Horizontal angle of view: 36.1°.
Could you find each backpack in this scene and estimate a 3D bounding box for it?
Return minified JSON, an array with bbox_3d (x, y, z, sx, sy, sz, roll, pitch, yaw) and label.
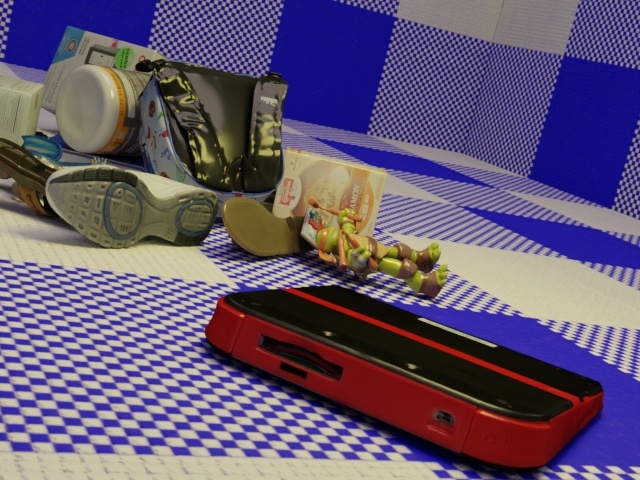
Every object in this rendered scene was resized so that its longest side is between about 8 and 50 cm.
[{"bbox_3d":[-0.191,-0.161,1.706,0.276,0.213,0.263,2,54,-27],"label":"backpack"}]

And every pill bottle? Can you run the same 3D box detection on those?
[{"bbox_3d":[-0.347,-0.239,1.865,0.162,0.162,0.278,22,14,35],"label":"pill bottle"}]

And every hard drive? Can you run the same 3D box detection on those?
[{"bbox_3d":[-0.431,-0.170,1.956,0.210,0.040,0.319,13,11,-5],"label":"hard drive"}]

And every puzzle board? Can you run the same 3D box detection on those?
[{"bbox_3d":[0.011,-0.004,1.572,0.096,0.011,0.128,41,19,-11],"label":"puzzle board"}]

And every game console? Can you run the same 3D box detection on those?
[{"bbox_3d":[0.099,0.136,1.091,0.386,0.060,0.342,20,8,25],"label":"game console"}]

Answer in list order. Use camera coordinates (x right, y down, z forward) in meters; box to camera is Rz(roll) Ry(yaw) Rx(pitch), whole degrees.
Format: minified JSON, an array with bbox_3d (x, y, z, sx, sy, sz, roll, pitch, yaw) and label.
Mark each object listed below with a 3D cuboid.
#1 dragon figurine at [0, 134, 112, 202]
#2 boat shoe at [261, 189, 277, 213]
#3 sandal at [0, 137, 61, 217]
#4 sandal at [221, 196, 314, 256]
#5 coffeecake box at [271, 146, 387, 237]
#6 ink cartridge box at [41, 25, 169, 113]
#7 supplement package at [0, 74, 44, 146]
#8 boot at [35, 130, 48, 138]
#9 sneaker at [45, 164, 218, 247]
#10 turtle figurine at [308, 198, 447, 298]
[{"bbox_3d":[-0.466,-0.121,1.562,0.289,0.085,0.144,18,12,20],"label":"dragon figurine"},{"bbox_3d":[-0.023,-0.076,1.840,0.257,0.095,0.095,12,11,-9],"label":"boat shoe"},{"bbox_3d":[-0.410,-0.073,1.431,0.219,0.060,0.090,32,17,-1],"label":"sandal"},{"bbox_3d":[-0.101,-0.008,1.535,0.079,0.088,0.240,-17,-15,32],"label":"sandal"},{"bbox_3d":[0.013,-0.076,1.760,0.185,0.142,0.068,13,11,-1],"label":"coffeecake box"},{"bbox_3d":[-0.453,-0.333,2.218,0.270,0.198,0.197,19,-5,27],"label":"ink cartridge box"},{"bbox_3d":[-0.604,-0.217,1.702,0.203,0.149,0.194,12,11,-12],"label":"supplement package"},{"bbox_3d":[-0.600,-0.208,1.932,0.099,0.045,0.121,-2,26,-46],"label":"boot"},{"bbox_3d":[-0.283,-0.054,1.414,0.129,0.111,0.297,23,6,33],"label":"sneaker"},{"bbox_3d":[0.080,0.026,1.491,0.217,0.087,0.269,17,14,-13],"label":"turtle figurine"}]
